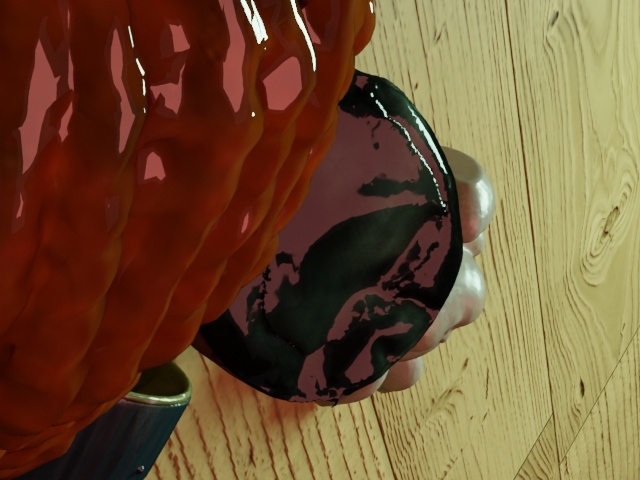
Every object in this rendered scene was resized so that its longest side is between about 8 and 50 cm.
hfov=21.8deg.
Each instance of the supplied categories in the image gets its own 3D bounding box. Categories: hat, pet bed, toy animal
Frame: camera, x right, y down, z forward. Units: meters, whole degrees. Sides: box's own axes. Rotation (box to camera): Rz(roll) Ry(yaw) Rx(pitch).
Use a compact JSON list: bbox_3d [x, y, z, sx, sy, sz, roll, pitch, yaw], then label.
[{"bbox_3d":[-0.127,0.012,0.558,0.285,0.285,0.400,-41,147,-44],"label":"hat"},{"bbox_3d":[0.000,0.000,0.957,0.201,0.053,0.201,-9,106,-32],"label":"pet bed"},{"bbox_3d":[0.061,0.039,1.116,0.124,0.124,0.212,-39,139,-46],"label":"toy animal"}]

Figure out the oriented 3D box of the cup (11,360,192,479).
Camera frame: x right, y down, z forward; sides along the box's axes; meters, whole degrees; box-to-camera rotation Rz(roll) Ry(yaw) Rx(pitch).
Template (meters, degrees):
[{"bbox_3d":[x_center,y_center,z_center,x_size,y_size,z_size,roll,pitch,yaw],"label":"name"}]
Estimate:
[{"bbox_3d":[-0.147,0.107,0.773,0.176,0.131,0.155,-71,-174,-85],"label":"cup"}]
